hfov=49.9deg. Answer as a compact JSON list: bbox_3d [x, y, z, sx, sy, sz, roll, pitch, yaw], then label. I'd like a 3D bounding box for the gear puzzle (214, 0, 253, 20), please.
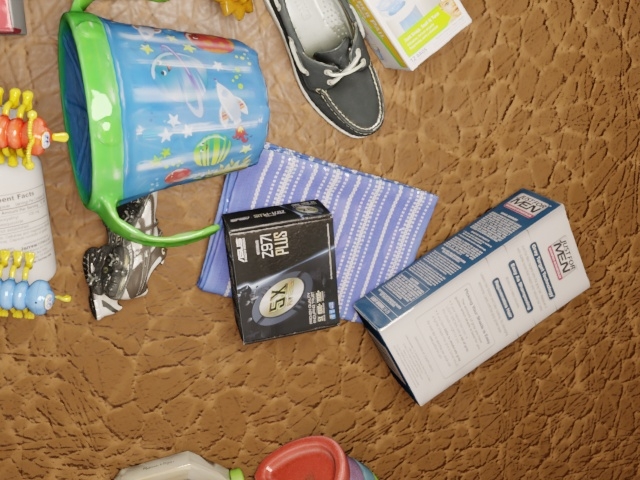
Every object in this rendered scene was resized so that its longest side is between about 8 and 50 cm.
[{"bbox_3d":[-0.143,-0.435,0.824,0.175,0.044,0.338,-39,121,-47],"label":"gear puzzle"}]

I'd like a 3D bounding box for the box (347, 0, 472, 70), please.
[{"bbox_3d":[0.092,-0.348,0.939,0.114,0.103,0.203,-40,113,-2],"label":"box"}]

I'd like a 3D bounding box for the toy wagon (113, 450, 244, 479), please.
[{"bbox_3d":[-0.238,0.514,1.127,0.268,0.068,0.344,-12,110,-12],"label":"toy wagon"}]

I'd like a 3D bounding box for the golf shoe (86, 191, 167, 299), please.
[{"bbox_3d":[-0.257,-0.012,0.966,0.094,0.077,0.198,22,86,-55],"label":"golf shoe"}]

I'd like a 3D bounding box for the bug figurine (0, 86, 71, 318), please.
[{"bbox_3d":[-0.393,-0.030,0.768,0.217,0.072,0.278,3,107,-7],"label":"bug figurine"}]

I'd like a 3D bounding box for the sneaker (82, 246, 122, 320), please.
[{"bbox_3d":[-0.312,0.059,0.985,0.044,0.040,0.109,-14,114,-29],"label":"sneaker"}]

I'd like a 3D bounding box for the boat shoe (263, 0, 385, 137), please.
[{"bbox_3d":[0.007,-0.267,0.945,0.114,0.091,0.302,-38,113,-2],"label":"boat shoe"}]

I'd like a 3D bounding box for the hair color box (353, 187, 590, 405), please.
[{"bbox_3d":[0.245,0.087,1.101,0.347,0.105,0.173,-33,118,-8],"label":"hair color box"}]

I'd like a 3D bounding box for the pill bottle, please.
[{"bbox_3d":[-0.415,-0.056,0.865,0.131,0.131,0.229,-6,108,-15],"label":"pill bottle"}]

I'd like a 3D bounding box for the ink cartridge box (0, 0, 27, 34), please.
[{"bbox_3d":[-0.442,-0.273,0.792,0.175,0.127,0.072,-5,107,-15],"label":"ink cartridge box"}]

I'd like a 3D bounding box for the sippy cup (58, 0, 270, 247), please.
[{"bbox_3d":[-0.192,-0.163,0.859,0.224,0.240,0.305,-8,118,-25],"label":"sippy cup"}]

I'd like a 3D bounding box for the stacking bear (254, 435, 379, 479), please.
[{"bbox_3d":[0.049,0.466,1.155,0.164,0.175,0.289,-37,122,5],"label":"stacking bear"}]

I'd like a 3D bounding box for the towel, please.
[{"bbox_3d":[0.000,0.000,1.054,0.336,0.040,0.243,14,103,-20],"label":"towel"}]

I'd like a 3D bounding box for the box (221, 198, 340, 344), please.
[{"bbox_3d":[-0.056,0.044,0.995,0.148,0.077,0.180,-9,112,-13],"label":"box"}]
